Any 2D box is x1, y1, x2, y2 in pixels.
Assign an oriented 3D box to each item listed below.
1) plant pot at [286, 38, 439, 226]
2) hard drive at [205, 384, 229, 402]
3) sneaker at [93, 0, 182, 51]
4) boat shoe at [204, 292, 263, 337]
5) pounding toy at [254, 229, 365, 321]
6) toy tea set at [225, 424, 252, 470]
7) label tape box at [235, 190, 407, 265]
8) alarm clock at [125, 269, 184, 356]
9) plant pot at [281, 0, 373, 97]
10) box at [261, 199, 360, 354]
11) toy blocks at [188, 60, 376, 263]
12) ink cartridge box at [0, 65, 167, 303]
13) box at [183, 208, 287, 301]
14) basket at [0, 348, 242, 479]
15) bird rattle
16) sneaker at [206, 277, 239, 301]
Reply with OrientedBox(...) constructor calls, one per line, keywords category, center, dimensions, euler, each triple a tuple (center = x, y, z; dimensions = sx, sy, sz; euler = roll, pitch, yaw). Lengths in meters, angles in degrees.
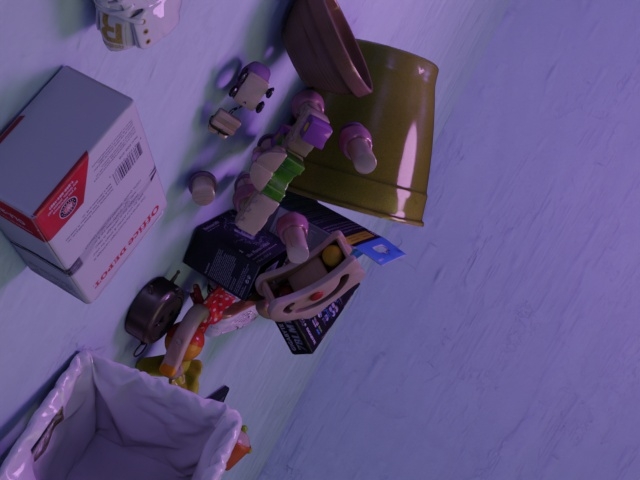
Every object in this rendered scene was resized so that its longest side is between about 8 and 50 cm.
OrientedBox(category="plant pot", center=(0.104, -0.249, 1.925), dimensions=(0.366, 0.366, 0.353), euler=(-3, 110, -74))
OrientedBox(category="hard drive", center=(-0.317, 0.482, 2.508), dimensions=(0.094, 0.022, 0.135), euler=(-65, 166, 18))
OrientedBox(category="sneaker", center=(-0.238, -0.287, 1.007), dimensions=(0.292, 0.108, 0.169), euler=(-44, 156, -54))
OrientedBox(category="boat shoe", center=(-0.206, 0.170, 2.127), dimensions=(0.277, 0.098, 0.096), euler=(-17, 138, -61))
OrientedBox(category="pounding toy", center=(-0.053, 0.064, 1.747), dimensions=(0.269, 0.155, 0.154), euler=(-39, 151, 19))
OrientedBox(category="toy tea set", center=(-0.299, 0.495, 2.237), dimensions=(0.124, 0.200, 0.336), euler=(-52, 161, 0))
OrientedBox(category="label tape box", center=(0.000, 0.000, 1.960), dimensions=(0.115, 0.348, 0.249), euler=(-63, 166, 14))
OrientedBox(category="alarm clock", center=(-0.329, 0.156, 1.707), dimensions=(0.192, 0.064, 0.129), euler=(-63, 167, 24))
OrientedBox(category="plant pot", center=(0.002, -0.362, 1.616), dimensions=(0.110, 0.237, 0.237), euler=(-24, 174, 14))
OrientedBox(category="box", center=(-0.039, 0.088, 2.210), dimensions=(0.293, 0.073, 0.295), euler=(-54, 126, -44))
OrientedBox(category="toy blocks", center=(-0.093, -0.174, 1.658), dimensions=(0.288, 0.309, 0.260), euler=(-53, -157, 19))
OrientedBox(category="ink cartridge box", center=(-0.321, -0.063, 1.150), dimensions=(0.197, 0.114, 0.273), euler=(-56, 165, -22))
OrientedBox(category="box", center=(-0.171, 0.027, 1.798), dimensions=(0.156, 0.158, 0.093), euler=(-37, 154, -62))
OrientedBox(category="basket", center=(-0.352, 0.432, 1.519), dimensions=(0.266, 0.331, 0.328), euler=(106, 7, -50))
OrientedBox(category="bird rattle", center=(-0.267, 0.205, 1.799), dimensions=(0.253, 0.143, 0.207), euler=(-57, 179, -5))
OrientedBox(category="sneaker", center=(-0.223, 0.094, 1.928), dimensions=(0.086, 0.085, 0.237), euler=(-33, 160, 1))
